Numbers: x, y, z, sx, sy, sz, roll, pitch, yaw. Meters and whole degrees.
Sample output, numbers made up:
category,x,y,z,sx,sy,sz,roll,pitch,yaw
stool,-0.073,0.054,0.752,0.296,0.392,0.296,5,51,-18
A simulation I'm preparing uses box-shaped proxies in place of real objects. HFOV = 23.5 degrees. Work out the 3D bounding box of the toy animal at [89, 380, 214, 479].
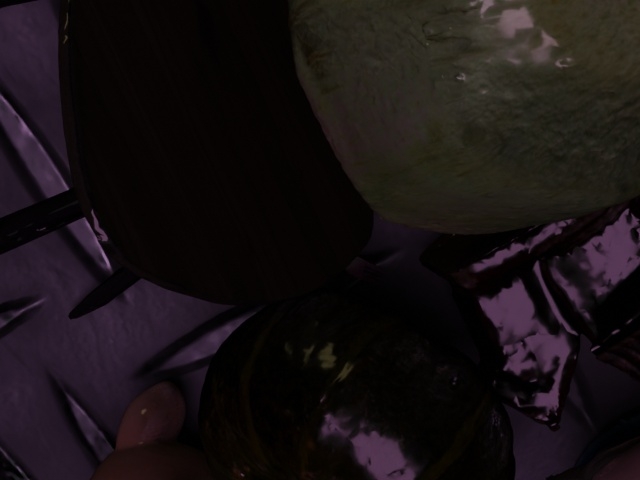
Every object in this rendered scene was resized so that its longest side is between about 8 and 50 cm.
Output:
category,x,y,z,sx,sy,sz,roll,pitch,yaw
toy animal,-0.063,0.238,1.132,0.248,0.165,0.149,27,118,-15

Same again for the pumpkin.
category,x,y,z,sx,sy,sz,roll,pitch,yaw
pumpkin,0.025,0.130,1.016,0.223,0.157,0.224,29,148,20

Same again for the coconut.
category,x,y,z,sx,sy,sz,roll,pitch,yaw
coconut,0.118,-0.150,0.897,0.281,0.328,0.328,9,113,-20

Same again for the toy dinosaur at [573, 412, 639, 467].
category,x,y,z,sx,sy,sz,roll,pitch,yaw
toy dinosaur,0.298,0.079,1.067,0.329,0.076,0.144,-26,138,15

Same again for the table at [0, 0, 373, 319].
category,x,y,z,sx,sy,sz,roll,pitch,yaw
table,-0.169,-0.049,0.986,0.249,0.317,0.317,-19,108,29

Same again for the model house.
category,x,y,z,sx,sy,sz,roll,pitch,yaw
model house,0.183,0.035,1.036,0.203,0.141,0.164,-29,101,26

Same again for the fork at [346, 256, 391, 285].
category,x,y,z,sx,sy,sz,roll,pitch,yaw
fork,0.000,0.001,1.109,0.115,0.012,0.016,33,104,-5

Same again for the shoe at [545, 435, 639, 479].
category,x,y,z,sx,sy,sz,roll,pitch,yaw
shoe,0.261,0.250,1.065,0.198,0.172,0.351,-14,124,8
